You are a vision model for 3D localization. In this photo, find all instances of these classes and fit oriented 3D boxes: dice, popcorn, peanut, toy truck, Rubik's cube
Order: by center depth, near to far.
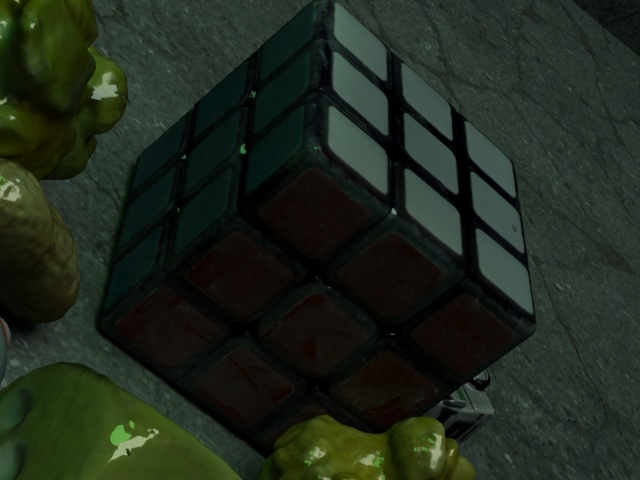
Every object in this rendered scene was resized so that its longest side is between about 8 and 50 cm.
[{"bbox_3d":[-0.165,0.200,1.176,0.166,0.169,0.169,15,-26,48],"label":"dice"},{"bbox_3d":[-0.257,0.000,1.375,0.099,0.099,0.214,63,-2,23],"label":"peanut"},{"bbox_3d":[-0.292,-0.149,1.452,0.225,0.276,0.276,18,17,21],"label":"popcorn"},{"bbox_3d":[0.052,0.250,1.501,0.226,0.203,0.200,54,18,27],"label":"popcorn"},{"bbox_3d":[0.000,0.000,1.628,0.304,0.305,0.301,41,27,-24],"label":"Rubik's cube"},{"bbox_3d":[0.096,0.117,1.859,0.125,0.101,0.242,13,42,-46],"label":"toy truck"}]

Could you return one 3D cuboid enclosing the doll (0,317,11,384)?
[{"bbox_3d":[-0.340,0.033,1.274,0.336,0.105,0.200,51,22,17],"label":"doll"}]
